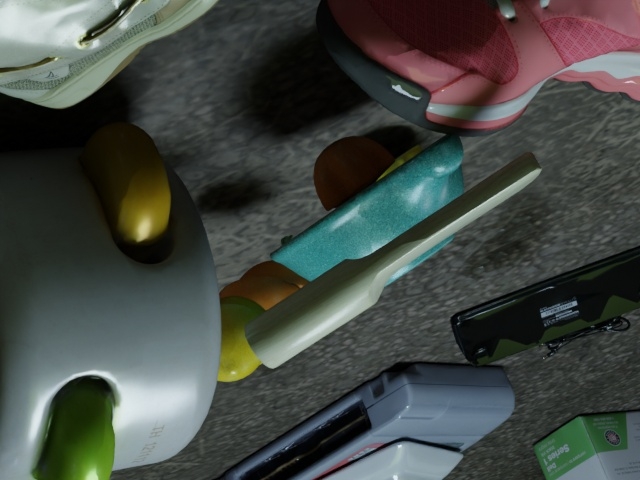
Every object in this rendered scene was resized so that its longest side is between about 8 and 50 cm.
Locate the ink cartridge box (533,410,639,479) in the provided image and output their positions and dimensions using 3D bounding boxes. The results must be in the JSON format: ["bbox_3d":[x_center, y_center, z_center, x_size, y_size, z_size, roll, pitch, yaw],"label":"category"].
[{"bbox_3d":[0.362,0.313,2.044,0.160,0.219,0.092,2,149,-41],"label":"ink cartridge box"}]

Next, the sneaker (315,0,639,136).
[{"bbox_3d":[0.136,-0.150,0.979,0.313,0.116,0.136,-10,144,-35],"label":"sneaker"}]

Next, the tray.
[{"bbox_3d":[0.006,0.272,1.773,0.270,0.030,0.145,-29,156,21],"label":"tray"}]

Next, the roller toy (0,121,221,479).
[{"bbox_3d":[-0.146,0.039,1.036,0.146,0.209,0.191,-6,-176,-29],"label":"roller toy"}]

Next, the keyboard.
[{"bbox_3d":[0.212,0.059,1.601,0.192,0.038,0.100,-19,135,1],"label":"keyboard"}]

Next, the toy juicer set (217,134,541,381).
[{"bbox_3d":[0.000,0.000,1.063,0.209,0.089,0.329,-34,-179,-5],"label":"toy juicer set"}]

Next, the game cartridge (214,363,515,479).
[{"bbox_3d":[0.044,0.209,1.767,0.294,0.060,0.196,-36,157,34],"label":"game cartridge"}]

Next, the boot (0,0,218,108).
[{"bbox_3d":[-0.136,-0.134,0.796,0.165,0.077,0.213,5,150,-42],"label":"boot"}]
